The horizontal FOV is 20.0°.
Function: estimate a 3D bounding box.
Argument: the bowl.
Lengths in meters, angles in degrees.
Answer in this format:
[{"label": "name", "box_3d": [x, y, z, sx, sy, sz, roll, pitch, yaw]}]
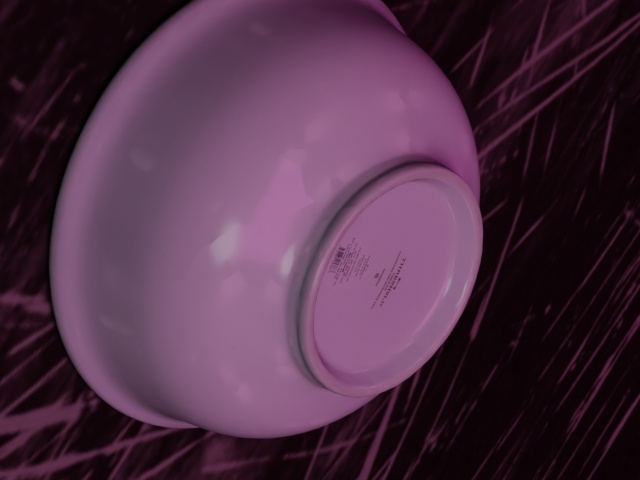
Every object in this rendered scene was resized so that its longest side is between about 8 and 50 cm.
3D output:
[{"label": "bowl", "box_3d": [0.000, 0.000, 1.058, 0.298, 0.134, 0.298, -25, 128, -37]}]
